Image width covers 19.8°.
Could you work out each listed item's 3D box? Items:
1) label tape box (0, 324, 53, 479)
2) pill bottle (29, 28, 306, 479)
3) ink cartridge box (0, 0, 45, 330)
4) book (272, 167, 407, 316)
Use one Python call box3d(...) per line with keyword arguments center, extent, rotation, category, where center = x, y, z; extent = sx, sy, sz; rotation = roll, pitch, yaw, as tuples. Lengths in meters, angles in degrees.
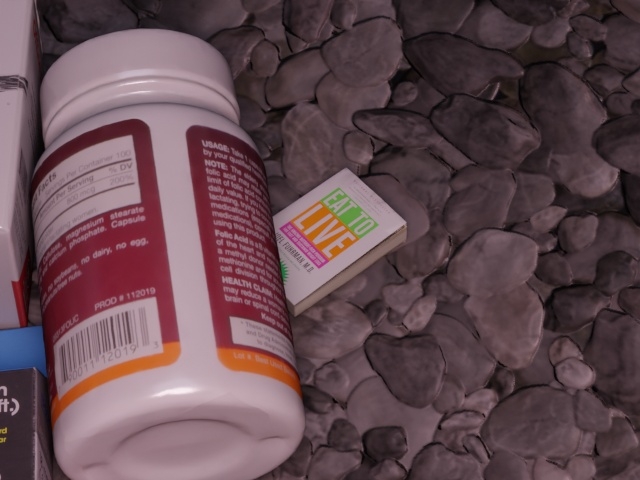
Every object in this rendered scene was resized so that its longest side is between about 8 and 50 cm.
box3d(center=(-0.358, 0.194, 1.594), extent=(0.241, 0.106, 0.333), rotation=(-6, 53, -1), category="label tape box")
box3d(center=(-0.149, 0.017, 1.679), extent=(0.224, 0.224, 0.392), rotation=(-6, 60, -7), category="pill bottle")
box3d(center=(-0.329, -0.078, 1.737), extent=(0.114, 0.197, 0.273), rotation=(2, 59, -2), category="ink cartridge box")
box3d(center=(0.000, 0.000, 1.812), extent=(0.144, 0.035, 0.096), rotation=(-35, 64, -20), category="book")
